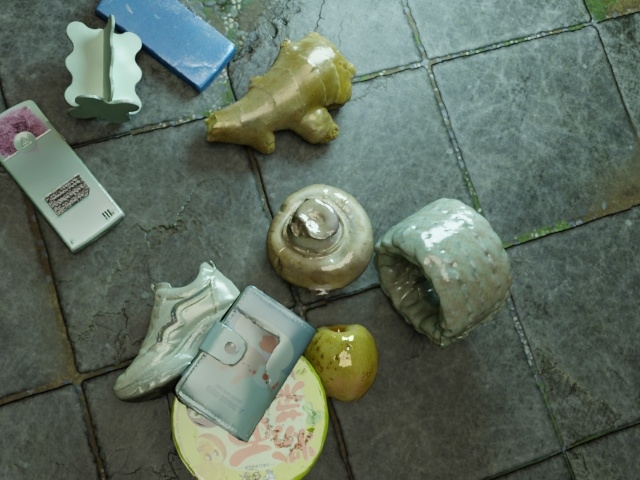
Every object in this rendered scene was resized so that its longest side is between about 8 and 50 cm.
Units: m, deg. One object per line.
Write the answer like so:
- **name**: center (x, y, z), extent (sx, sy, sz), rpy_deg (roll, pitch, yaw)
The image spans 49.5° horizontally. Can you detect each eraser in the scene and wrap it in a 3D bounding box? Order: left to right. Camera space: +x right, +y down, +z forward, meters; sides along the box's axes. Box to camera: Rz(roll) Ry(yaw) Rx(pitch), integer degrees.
- **eraser**: center (-0.362, -0.494, 1.632), extent (0.312, 0.042, 0.144), rpy_deg (37, 75, -1)

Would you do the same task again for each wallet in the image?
- **wallet**: center (-0.141, 0.225, 1.295), extent (0.176, 0.075, 0.250), rpy_deg (36, 76, -8)

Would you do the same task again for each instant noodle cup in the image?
- **instant noodle cup**: center (-0.150, 0.350, 1.418), extent (0.311, 0.221, 0.311), rpy_deg (2, 79, -11)

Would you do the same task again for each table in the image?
- **table**: center (-0.477, -0.379, 1.532), extent (0.166, 0.166, 0.198), rpy_deg (-1, 80, -10)

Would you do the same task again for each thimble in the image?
- **thimble**: center (0.265, 0.069, 1.508), extent (0.195, 0.291, 0.291), rpy_deg (-30, 86, -18)

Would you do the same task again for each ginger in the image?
- **ginger**: center (-0.081, -0.312, 1.632), extent (0.375, 0.166, 0.236), rpy_deg (-39, 125, 5)

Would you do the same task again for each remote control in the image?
- **remote control**: center (-0.589, -0.143, 1.522), extent (0.145, 0.050, 0.344), rpy_deg (-38, 87, -14)

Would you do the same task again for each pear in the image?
- **pear**: center (0.045, 0.267, 1.509), extent (0.178, 0.178, 0.178), rpy_deg (2, 79, -10)

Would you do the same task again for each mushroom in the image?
- **mushroom**: center (0.000, 0.000, 1.523), extent (0.254, 0.184, 0.255), rpy_deg (2, 65, -4)

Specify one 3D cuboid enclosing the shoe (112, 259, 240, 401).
- **shoe**: center (-0.312, 0.188, 1.478), extent (0.342, 0.132, 0.210), rpy_deg (-35, 75, -11)
